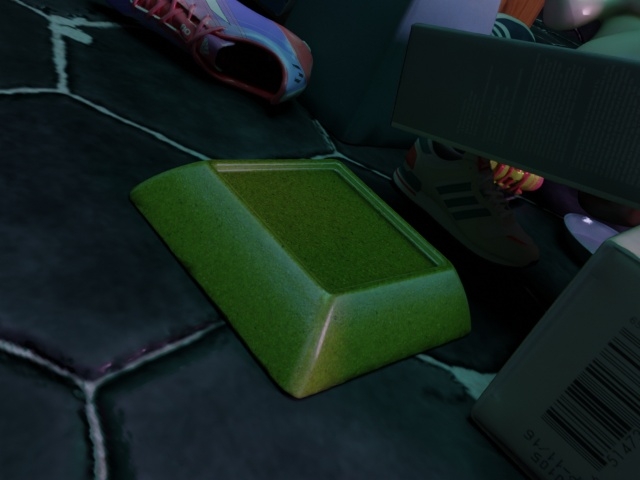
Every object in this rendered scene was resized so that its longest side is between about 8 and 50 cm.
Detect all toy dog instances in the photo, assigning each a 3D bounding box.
[{"bbox_3d":[0.419,-0.154,0.833,0.395,0.284,0.408,47,34,16],"label":"toy dog"}]

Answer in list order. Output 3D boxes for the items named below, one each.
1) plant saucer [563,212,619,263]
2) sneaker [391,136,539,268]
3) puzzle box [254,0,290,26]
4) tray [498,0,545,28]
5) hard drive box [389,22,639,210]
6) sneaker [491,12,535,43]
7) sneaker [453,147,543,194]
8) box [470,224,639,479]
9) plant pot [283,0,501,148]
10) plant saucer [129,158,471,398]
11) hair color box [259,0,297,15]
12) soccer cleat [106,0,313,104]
[{"bbox_3d":[0.309,0.015,0.705,0.119,0.021,0.119,21,30,-13],"label":"plant saucer"},{"bbox_3d":[0.141,-0.043,0.598,0.161,0.075,0.057,42,32,25],"label":"sneaker"},{"bbox_3d":[-0.023,-0.438,1.074,0.272,0.052,0.409,42,31,8],"label":"puzzle box"},{"bbox_3d":[0.475,-0.644,1.498,0.203,0.410,0.076,3,38,-38],"label":"tray"},{"bbox_3d":[0.204,-0.101,0.513,0.181,0.089,0.232,-4,24,-39],"label":"hard drive box"},{"bbox_3d":[0.252,-0.279,1.038,0.350,0.131,0.148,-9,52,-39],"label":"sneaker"},{"bbox_3d":[0.202,-0.089,0.721,0.094,0.081,0.208,39,30,15],"label":"sneaker"},{"bbox_3d":[0.251,0.066,0.449,0.121,0.148,0.311,43,31,26],"label":"box"},{"bbox_3d":[0.085,-0.243,0.707,0.166,0.234,0.165,-4,43,-44],"label":"plant pot"},{"bbox_3d":[0.000,0.000,0.442,0.188,0.045,0.188,-8,45,-47],"label":"plant saucer"},{"bbox_3d":[0.012,-0.416,0.861,0.105,0.174,0.347,39,31,-3],"label":"hair color box"},{"bbox_3d":[-0.122,-0.216,0.653,0.248,0.083,0.095,29,33,-4],"label":"soccer cleat"}]
